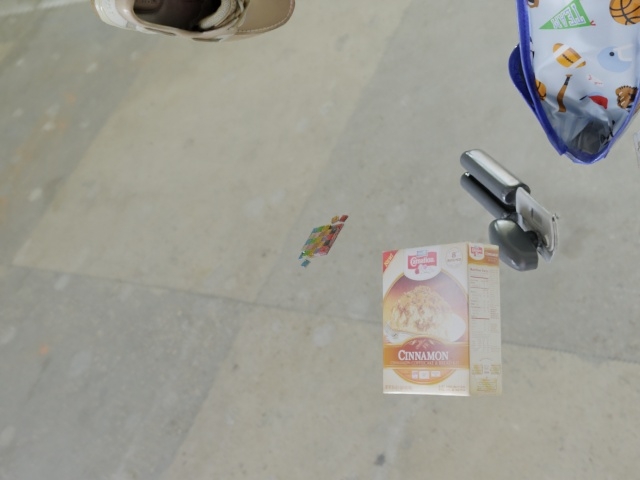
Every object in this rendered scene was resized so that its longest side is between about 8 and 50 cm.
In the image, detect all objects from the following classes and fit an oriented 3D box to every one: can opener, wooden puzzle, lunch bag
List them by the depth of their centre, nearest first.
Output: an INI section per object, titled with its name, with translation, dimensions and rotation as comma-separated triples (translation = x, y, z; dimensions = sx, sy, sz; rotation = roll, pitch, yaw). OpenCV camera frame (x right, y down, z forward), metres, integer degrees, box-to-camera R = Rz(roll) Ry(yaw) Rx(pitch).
[wooden puzzle]
translation = 0.000, 0.000, 1.052
dimensions = 0.049, 0.006, 0.083
rotation = -13, 38, 46
[can opener]
translation = 0.260, -0.054, 1.279
dimensions = 0.093, 0.074, 0.280
rotation = -9, 30, -10
[lunch bag]
translation = 0.441, -0.348, 1.317
dimensions = 0.239, 0.385, 0.328
rotation = 18, 51, 35

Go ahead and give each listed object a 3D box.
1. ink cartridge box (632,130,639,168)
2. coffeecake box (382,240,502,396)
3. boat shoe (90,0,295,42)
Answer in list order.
[ink cartridge box]
translation = 0.472, -0.132, 1.163
dimensions = 0.115, 0.029, 0.063
rotation = -24, 50, 37
[coffeecake box]
translation = 0.151, 0.101, 1.122
dimensions = 0.142, 0.068, 0.185
rotation = -9, 78, 47
[boat shoe]
translation = -0.140, -0.303, 1.148
dimensions = 0.098, 0.302, 0.109
rotation = 29, 117, 41
